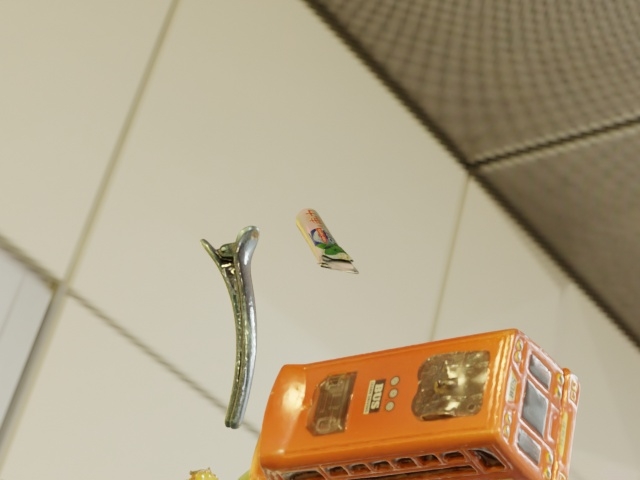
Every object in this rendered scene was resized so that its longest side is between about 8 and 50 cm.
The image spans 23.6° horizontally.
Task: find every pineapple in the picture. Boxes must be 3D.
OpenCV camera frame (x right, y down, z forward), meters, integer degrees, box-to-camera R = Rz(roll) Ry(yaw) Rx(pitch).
[{"bbox_3d":[-0.180,0.370,2.084,0.077,0.114,0.114,44,-61,0],"label":"pineapple"}]

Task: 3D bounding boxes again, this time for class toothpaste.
[{"bbox_3d":[0.000,0.000,1.688,0.045,0.170,0.028,15,-73,-20],"label":"toothpaste"}]

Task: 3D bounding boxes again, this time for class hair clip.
[{"bbox_3d":[-0.110,0.111,2.002,0.083,0.275,0.048,-13,-29,14],"label":"hair clip"}]

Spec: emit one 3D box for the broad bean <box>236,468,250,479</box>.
[{"bbox_3d":[-0.059,0.326,1.811,0.174,0.082,0.124,-35,-95,15],"label":"broad bean"}]

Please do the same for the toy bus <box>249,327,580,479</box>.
[{"bbox_3d":[0.059,0.177,1.379,0.329,0.143,0.153,-13,-41,36],"label":"toy bus"}]
